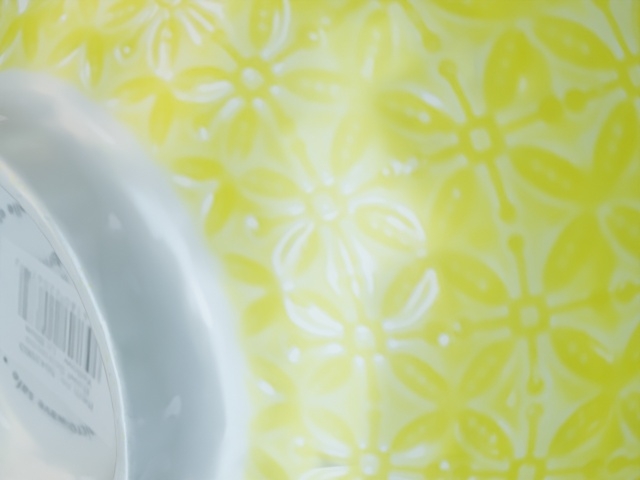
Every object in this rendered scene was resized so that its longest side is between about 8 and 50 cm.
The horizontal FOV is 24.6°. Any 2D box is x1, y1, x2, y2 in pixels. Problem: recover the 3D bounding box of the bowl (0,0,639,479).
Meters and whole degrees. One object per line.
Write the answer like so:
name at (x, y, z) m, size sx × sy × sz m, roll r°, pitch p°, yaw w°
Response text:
bowl at (-0.030, 0.007, 0.413) m, size 0.289 × 0.156 × 0.289 m, roll 21°, pitch 122°, yaw 39°
